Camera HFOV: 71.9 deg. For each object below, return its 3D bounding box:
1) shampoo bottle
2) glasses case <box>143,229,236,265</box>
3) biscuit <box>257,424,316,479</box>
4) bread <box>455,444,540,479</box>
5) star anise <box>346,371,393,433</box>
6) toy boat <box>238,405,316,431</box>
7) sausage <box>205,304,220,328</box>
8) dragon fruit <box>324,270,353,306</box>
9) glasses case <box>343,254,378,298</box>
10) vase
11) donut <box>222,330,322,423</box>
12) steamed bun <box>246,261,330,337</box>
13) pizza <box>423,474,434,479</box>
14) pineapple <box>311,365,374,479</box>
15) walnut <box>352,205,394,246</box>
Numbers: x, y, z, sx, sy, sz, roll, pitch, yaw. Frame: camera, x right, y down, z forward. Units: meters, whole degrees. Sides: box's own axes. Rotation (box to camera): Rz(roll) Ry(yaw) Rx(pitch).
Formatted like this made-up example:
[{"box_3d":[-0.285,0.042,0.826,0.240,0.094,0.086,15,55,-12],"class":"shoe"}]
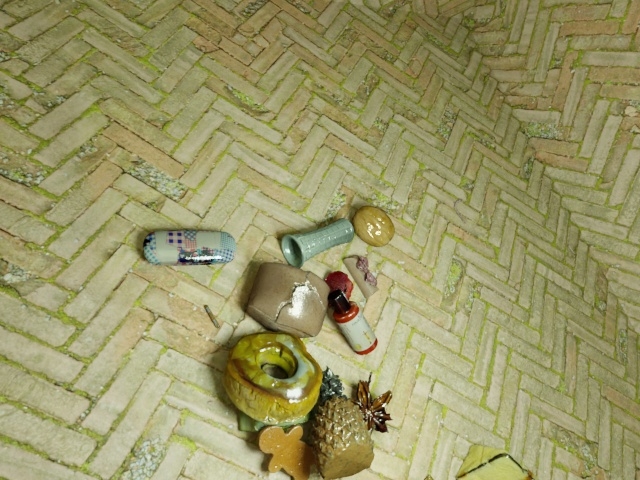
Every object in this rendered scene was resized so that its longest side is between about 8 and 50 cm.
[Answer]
[{"box_3d":[0.116,0.305,1.678,0.104,0.104,0.278,-48,118,-35],"class":"shampoo bottle"},{"box_3d":[-0.467,0.026,1.600,0.328,0.076,0.125,0,68,-27],"class":"glasses case"},{"box_3d":[-0.107,0.682,1.438,0.250,0.036,0.165,43,71,-23],"class":"biscuit"},{"box_3d":[0.686,0.917,1.652,0.263,0.236,0.198,43,55,-2],"class":"bread"},{"box_3d":[0.172,0.624,1.600,0.220,0.125,0.190,-39,57,-13],"class":"star anise"},{"box_3d":[-0.134,0.582,1.495,0.277,0.084,0.111,2,64,-25],"class":"toy boat"},{"box_3d":[-0.383,0.269,1.562,0.015,0.015,0.100,-27,81,-34],"class":"sausage"},{"box_3d":[0.088,0.204,1.768,0.111,0.153,0.152,26,56,-35],"class":"dragon fruit"},{"box_3d":[0.194,0.139,1.883,0.103,0.070,0.193,-25,80,-35],"class":"glasses case"},{"box_3d":[0.000,0.000,1.816,0.299,0.143,0.143,-22,78,-35],"class":"vase"},{"box_3d":[-0.151,0.432,1.464,0.331,0.159,0.330,13,32,-9],"class":"donut"},{"box_3d":[-0.102,0.214,1.618,0.302,0.199,0.251,24,58,-16],"class":"steamed bun"},{"box_3d":[0.376,0.954,1.601,0.176,0.036,0.184,12,61,-21],"class":"pizza"},{"box_3d":[0.050,0.597,1.486,0.202,0.201,0.362,11,29,-22],"class":"pineapple"},{"box_3d":[0.234,-0.064,1.952,0.207,0.159,0.159,40,55,-6],"class":"walnut"}]
